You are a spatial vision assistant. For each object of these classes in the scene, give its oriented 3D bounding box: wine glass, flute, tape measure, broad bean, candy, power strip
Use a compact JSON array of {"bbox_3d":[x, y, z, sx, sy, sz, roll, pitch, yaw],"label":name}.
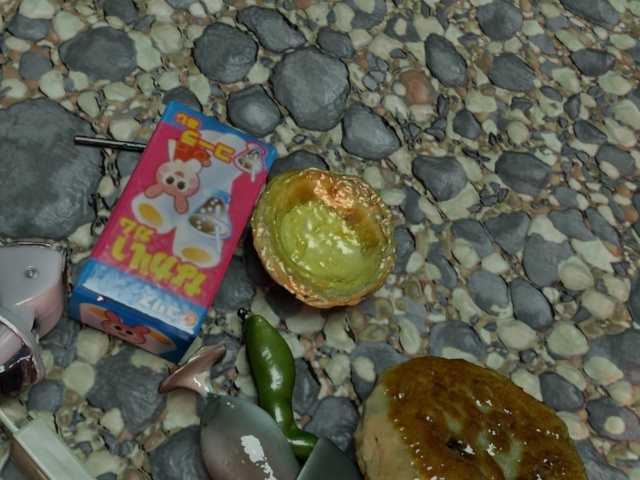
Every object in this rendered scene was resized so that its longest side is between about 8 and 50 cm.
[{"bbox_3d":[-0.092,0.232,1.352,0.103,0.103,0.222,-28,75,-29],"label":"wine glass"},{"bbox_3d":[-0.198,-0.121,1.584,0.269,0.014,0.014,7,58,-13],"label":"flute"},{"bbox_3d":[-0.412,0.097,1.326,0.236,0.120,0.197,1,52,-8],"label":"tape measure"},{"bbox_3d":[-0.055,0.173,1.431,0.070,0.048,0.213,-12,68,-30],"label":"broad bean"},{"bbox_3d":[-0.183,-0.014,1.468,0.157,0.100,0.306,24,57,-6],"label":"candy"},{"bbox_3d":[-0.311,0.240,1.298,0.175,0.075,0.042,45,57,13],"label":"power strip"}]

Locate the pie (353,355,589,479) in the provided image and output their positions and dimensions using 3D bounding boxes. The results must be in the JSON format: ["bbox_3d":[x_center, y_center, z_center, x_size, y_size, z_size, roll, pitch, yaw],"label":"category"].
[{"bbox_3d":[0.190,0.267,1.395,0.315,0.092,0.315,16,42,-15],"label":"pie"}]

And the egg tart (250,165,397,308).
[{"bbox_3d":[0.000,0.001,1.523,0.213,0.090,0.212,10,57,-16],"label":"egg tart"}]

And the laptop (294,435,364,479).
[{"bbox_3d":[0.071,0.354,1.311,0.269,0.015,0.187,42,29,-3],"label":"laptop"}]
